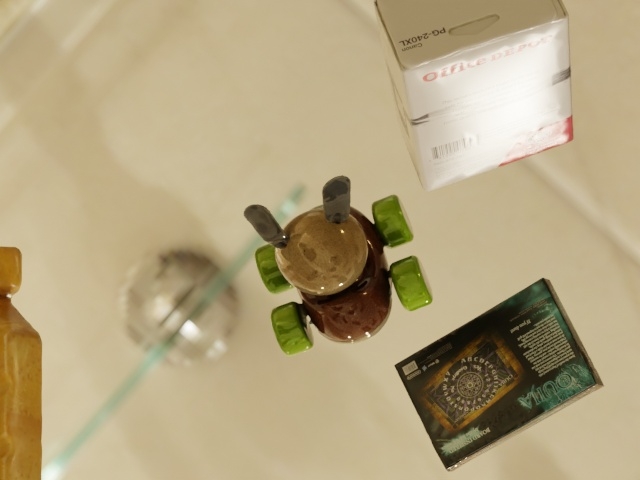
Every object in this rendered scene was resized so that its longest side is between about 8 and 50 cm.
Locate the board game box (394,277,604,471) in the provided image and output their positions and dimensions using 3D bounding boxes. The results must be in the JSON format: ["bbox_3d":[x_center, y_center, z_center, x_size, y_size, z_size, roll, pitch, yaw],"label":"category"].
[{"bbox_3d":[0.180,0.138,1.873,0.186,0.126,0.026,-32,160,19],"label":"board game box"}]

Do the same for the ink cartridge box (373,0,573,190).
[{"bbox_3d":[0.102,-0.109,1.188,0.109,0.063,0.150,-18,150,-1],"label":"ink cartridge box"}]

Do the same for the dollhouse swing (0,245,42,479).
[{"bbox_3d":[-0.371,0.177,1.069,0.315,0.305,0.347,-29,-124,47],"label":"dollhouse swing"}]

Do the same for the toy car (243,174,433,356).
[{"bbox_3d":[0.000,0.000,1.743,0.155,0.149,0.188,-21,144,8],"label":"toy car"}]
